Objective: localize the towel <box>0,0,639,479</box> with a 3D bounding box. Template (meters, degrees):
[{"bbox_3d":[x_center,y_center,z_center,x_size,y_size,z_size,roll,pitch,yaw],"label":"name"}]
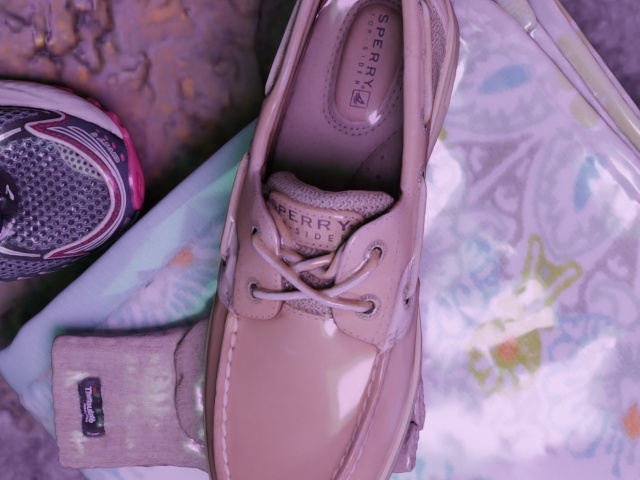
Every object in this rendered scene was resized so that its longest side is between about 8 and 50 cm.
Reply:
[{"bbox_3d":[0.052,0.070,0.884,0.374,0.090,0.320,-40,88,12],"label":"towel"}]

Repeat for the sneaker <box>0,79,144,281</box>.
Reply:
[{"bbox_3d":[-0.243,-0.010,0.875,0.299,0.112,0.121,-7,111,0],"label":"sneaker"}]

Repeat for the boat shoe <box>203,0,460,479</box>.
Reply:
[{"bbox_3d":[0.000,0.000,0.766,0.109,0.098,0.302,11,81,14],"label":"boat shoe"}]

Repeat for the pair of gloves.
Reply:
[{"bbox_3d":[-0.031,0.152,0.847,0.204,0.042,0.240,-10,92,15],"label":"pair of gloves"}]
